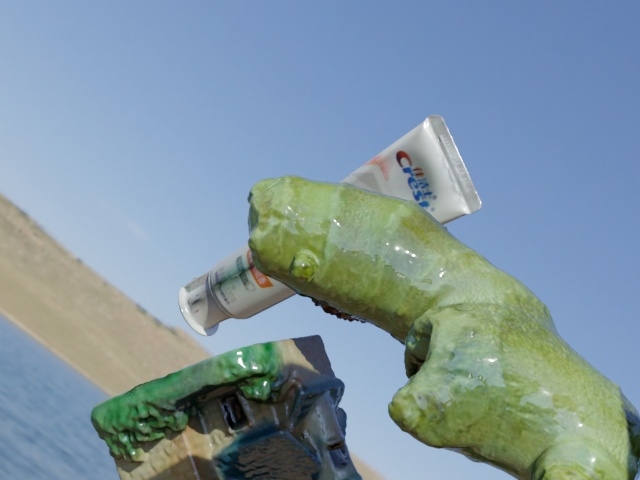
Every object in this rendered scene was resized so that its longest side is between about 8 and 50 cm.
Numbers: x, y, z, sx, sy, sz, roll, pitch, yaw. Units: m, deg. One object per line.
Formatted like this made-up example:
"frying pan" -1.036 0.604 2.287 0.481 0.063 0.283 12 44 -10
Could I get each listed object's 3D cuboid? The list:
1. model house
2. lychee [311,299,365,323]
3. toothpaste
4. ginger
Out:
"model house" -0.111 0.309 1.433 0.245 0.312 0.280 2 66 -62
"lychee" 0.046 0.024 1.370 0.197 0.165 0.165 42 -7 41
"toothpaste" 0.000 0.000 0.988 0.066 0.323 0.100 9 55 -58
"ginger" 0.071 0.053 0.602 0.290 0.137 0.089 50 -33 26
